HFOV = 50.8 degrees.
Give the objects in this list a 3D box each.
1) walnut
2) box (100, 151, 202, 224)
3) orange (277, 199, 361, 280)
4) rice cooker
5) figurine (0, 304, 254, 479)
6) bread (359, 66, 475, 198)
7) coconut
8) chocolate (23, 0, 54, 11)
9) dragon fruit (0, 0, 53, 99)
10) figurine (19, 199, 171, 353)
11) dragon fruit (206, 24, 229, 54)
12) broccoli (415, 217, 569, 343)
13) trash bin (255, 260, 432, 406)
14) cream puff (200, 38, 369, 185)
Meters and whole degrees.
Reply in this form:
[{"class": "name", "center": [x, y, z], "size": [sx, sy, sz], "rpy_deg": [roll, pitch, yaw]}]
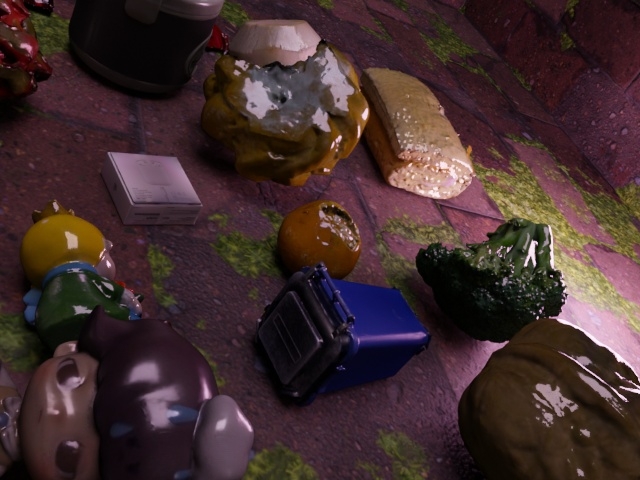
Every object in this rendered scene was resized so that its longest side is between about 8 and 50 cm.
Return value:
[{"class": "walnut", "center": [0.362, 0.273, 1.022], "size": [0.277, 0.282, 0.253], "rpy_deg": [48, -4, 15]}, {"class": "box", "center": [-0.286, -0.088, 1.141], "size": [0.130, 0.051, 0.129], "rpy_deg": [0, 45, -41]}, {"class": "orange", "center": [0.000, 0.000, 1.189], "size": [0.154, 0.134, 0.155], "rpy_deg": [15, 39, -13]}, {"class": "rice cooker", "center": [-0.351, -0.475, 1.380], "size": [0.288, 0.277, 0.288], "rpy_deg": [23, 33, -16]}, {"class": "figurine", "center": [-0.274, 0.172, 0.673], "size": [0.365, 0.206, 0.218], "rpy_deg": [12, 40, -28]}, {"class": "bread", "center": [0.232, -0.276, 1.705], "size": [0.236, 0.165, 0.375], "rpy_deg": [10, 40, -24]}, {"class": "coconut", "center": [-0.099, -0.390, 1.548], "size": [0.241, 0.241, 0.241], "rpy_deg": [22, 35, -16]}, {"class": "chocolate", "center": [-0.624, -0.555, 1.481], "size": [0.086, 0.028, 0.182], "rpy_deg": [12, 40, -24]}, {"class": "dragon fruit", "center": [-0.566, -0.327, 1.044], "size": [0.302, 0.237, 0.231], "rpy_deg": [39, 35, -41]}, {"class": "figurine", "center": [-0.301, 0.057, 0.891], "size": [0.185, 0.127, 0.234], "rpy_deg": [20, 20, -39]}, {"class": "dragon fruit", "center": [-0.400, -0.591, 1.658], "size": [0.343, 0.100, 0.282], "rpy_deg": [0, 41, -41]}, {"class": "broccoli", "center": [0.332, 0.067, 1.275], "size": [0.265, 0.294, 0.245], "rpy_deg": [46, 62, -38]}, {"class": "trash bin", "center": [0.043, 0.136, 1.018], "size": [0.234, 0.184, 0.162], "rpy_deg": [6, 43, -43]}, {"class": "cream puff", "center": [-0.069, -0.229, 1.344], "size": [0.323, 0.270, 0.274], "rpy_deg": [-5, 76, -1]}]
